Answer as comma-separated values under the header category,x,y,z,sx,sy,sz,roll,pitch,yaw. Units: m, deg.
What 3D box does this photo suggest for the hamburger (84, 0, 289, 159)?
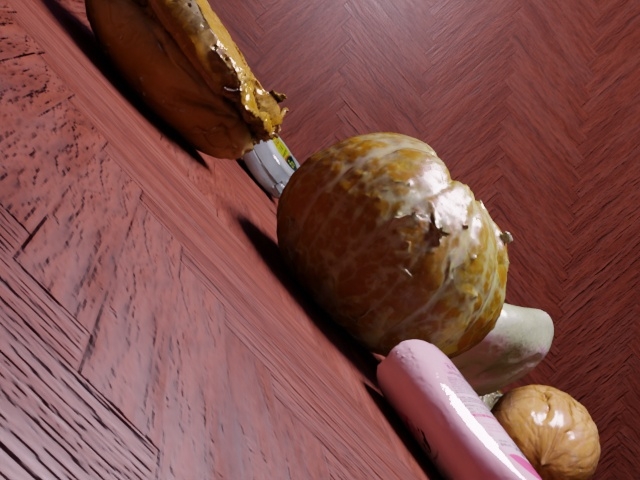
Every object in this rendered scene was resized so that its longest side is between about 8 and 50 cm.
category,x,y,z,sx,sy,sz,roll,pitch,yaw
hamburger,-0.184,-0.244,1.339,0.318,0.158,0.318,49,3,-3

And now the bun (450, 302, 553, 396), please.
category,x,y,z,sx,sy,sz,roll,pitch,yaw
bun,0.241,0.182,1.684,0.293,0.187,0.293,9,-1,0

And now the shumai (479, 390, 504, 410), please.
category,x,y,z,sx,sy,sz,roll,pitch,yaw
shumai,0.333,0.333,2.007,0.123,0.087,0.099,51,3,21

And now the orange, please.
category,x,y,z,sx,sy,sz,roll,pitch,yaw
orange,0.097,0.008,1.301,0.329,0.249,0.329,45,10,-10

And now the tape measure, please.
category,x,y,z,sx,sy,sz,roll,pitch,yaw
tape measure,-0.100,-0.125,1.871,0.164,0.084,0.330,48,14,-10

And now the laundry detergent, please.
category,x,y,z,sx,sy,sz,roll,pitch,yaw
laundry detergent,0.181,0.252,1.057,0.335,0.088,0.159,53,5,40

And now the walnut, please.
category,x,y,z,sx,sy,sz,roll,pitch,yaw
walnut,0.373,0.342,1.685,0.195,0.195,0.222,49,11,0
